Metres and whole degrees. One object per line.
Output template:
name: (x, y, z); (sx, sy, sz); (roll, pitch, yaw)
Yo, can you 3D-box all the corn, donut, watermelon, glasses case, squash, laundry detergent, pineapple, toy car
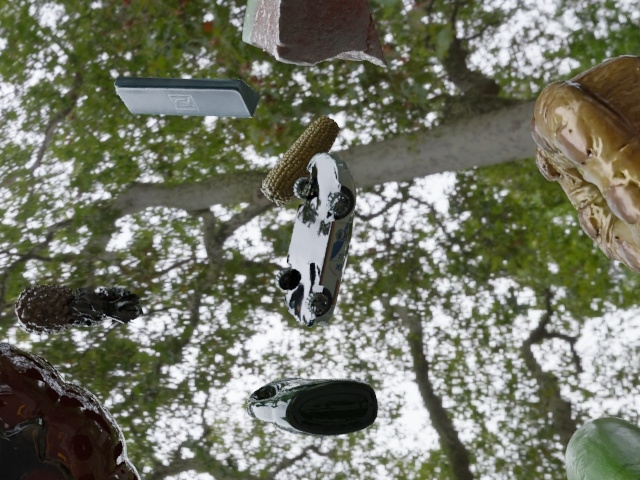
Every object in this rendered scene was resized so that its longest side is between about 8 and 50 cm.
corn: (-0.048, -0.202, 1.864); (0.091, 0.091, 0.260); (39, -96, -16)
donut: (0.296, -0.069, 0.711); (0.114, 0.226, 0.226); (-32, -72, 4)
watermelon: (-0.006, -0.372, 1.165); (0.193, 0.310, 0.231); (-7, -103, -23)
glasses case: (-0.260, -0.276, 1.438); (0.105, 0.266, 0.056); (19, -103, -71)
squash: (0.236, 0.185, 0.554); (0.292, 0.082, 0.082); (17, -114, -81)
laundry detergent: (-0.029, 0.197, 0.899); (0.137, 0.211, 0.063); (-2, -96, -25)
pineapple: (-0.318, 0.091, 0.988); (0.159, 0.074, 0.074); (-3, -97, 0)
toy car: (0.000, 0.000, 0.861); (0.056, 0.095, 0.205); (7, -78, -30)

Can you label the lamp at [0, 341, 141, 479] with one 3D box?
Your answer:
lamp: (-0.273, 0.220, 0.518); (0.303, 0.257, 0.303); (6, -105, -24)
